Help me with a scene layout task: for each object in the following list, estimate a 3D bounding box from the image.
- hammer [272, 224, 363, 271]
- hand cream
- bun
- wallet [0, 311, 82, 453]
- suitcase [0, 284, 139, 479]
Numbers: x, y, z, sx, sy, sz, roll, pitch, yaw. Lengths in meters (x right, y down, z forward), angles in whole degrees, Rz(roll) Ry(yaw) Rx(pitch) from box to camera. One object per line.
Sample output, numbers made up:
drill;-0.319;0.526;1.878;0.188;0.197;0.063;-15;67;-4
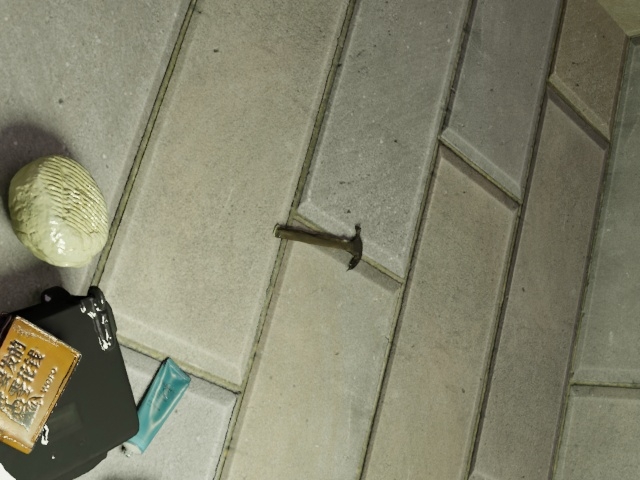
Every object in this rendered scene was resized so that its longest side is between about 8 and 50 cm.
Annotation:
hammer;-0.001;0.000;2.398;0.297;0.027;0.125;14;73;-44
hand cream;-0.344;0.355;2.021;0.083;0.048;0.224;49;51;-28
bun;-0.497;-0.046;1.829;0.220;0.134;0.220;51;27;-40
wallet;-0.501;0.236;1.619;0.161;0.042;0.195;40;63;-39
suitcase;-0.514;0.280;1.750;0.345;0.188;0.339;-23;102;-45
